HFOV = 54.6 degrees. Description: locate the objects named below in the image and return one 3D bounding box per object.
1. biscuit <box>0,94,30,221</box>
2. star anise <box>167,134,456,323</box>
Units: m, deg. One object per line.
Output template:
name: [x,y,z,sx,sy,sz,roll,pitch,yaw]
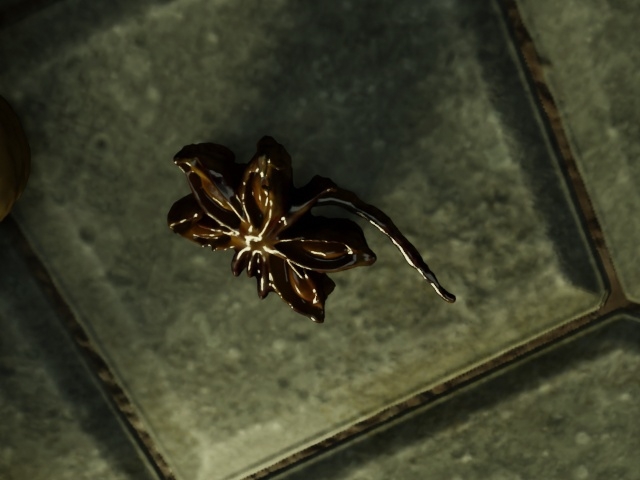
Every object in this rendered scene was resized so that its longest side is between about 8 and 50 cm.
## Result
biscuit: [-0.343,0.092,0.358,0.368,0.076,0.394,-1,101,-4]
star anise: [0.000,0.000,0.365,0.190,0.070,0.097,34,126,-13]
